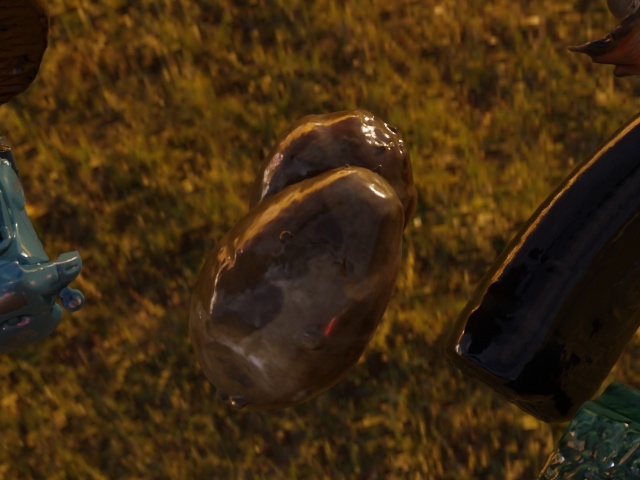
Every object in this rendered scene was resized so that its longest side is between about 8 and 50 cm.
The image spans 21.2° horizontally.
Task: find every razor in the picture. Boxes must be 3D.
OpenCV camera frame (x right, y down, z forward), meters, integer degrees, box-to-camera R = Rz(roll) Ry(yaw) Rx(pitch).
[{"bbox_3d":[0.275,0.018,1.644,0.349,0.204,0.113,-50,50,2],"label":"razor"}]

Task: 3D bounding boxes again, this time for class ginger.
[{"bbox_3d":[0.000,0.000,1.487,0.155,0.244,0.304,27,36,2],"label":"ginger"}]

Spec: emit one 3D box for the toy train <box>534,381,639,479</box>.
[{"bbox_3d":[0.280,0.287,1.588,0.167,0.238,0.299,22,73,45],"label":"toy train"}]

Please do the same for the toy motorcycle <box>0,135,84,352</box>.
[{"bbox_3d":[-0.265,-0.014,1.317,0.123,0.182,0.272,-19,21,-12],"label":"toy motorcycle"}]

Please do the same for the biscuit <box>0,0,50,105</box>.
[{"bbox_3d":[-0.282,-0.131,1.105,0.212,0.212,0.036,-13,60,2],"label":"biscuit"}]

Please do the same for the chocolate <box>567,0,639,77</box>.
[{"bbox_3d":[0.200,-0.203,0.966,0.221,0.221,0.147,-39,68,-15],"label":"chocolate"}]
